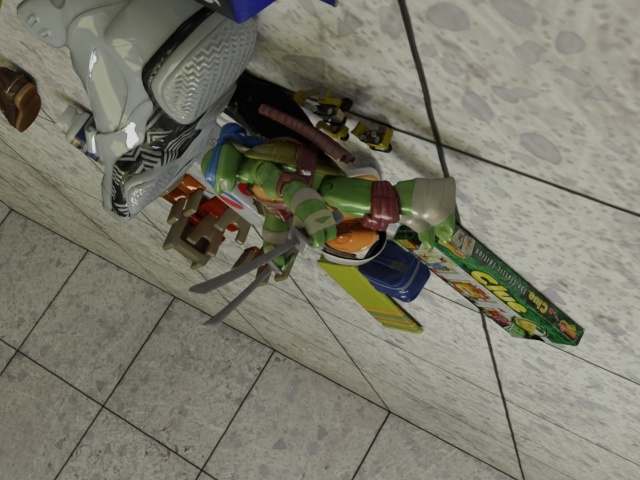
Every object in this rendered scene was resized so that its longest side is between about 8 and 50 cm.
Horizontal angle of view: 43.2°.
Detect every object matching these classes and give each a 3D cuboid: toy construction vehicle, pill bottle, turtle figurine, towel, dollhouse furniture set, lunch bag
[{"bbox_3d":[0.026,-0.135,0.887,0.098,0.035,0.086,19,171,47],"label":"toy construction vehicle"},{"bbox_3d":[-0.428,-0.195,1.496,0.120,0.067,0.067,36,164,-17],"label":"pill bottle"},{"bbox_3d":[0.000,0.000,0.869,0.266,0.275,0.198,4,142,-4],"label":"turtle figurine"},{"bbox_3d":[0.096,0.103,1.515,0.102,0.021,0.237,5,149,48],"label":"towel"},{"bbox_3d":[-0.184,-0.041,1.468,0.262,0.135,0.259,37,152,-20],"label":"dollhouse furniture set"},{"bbox_3d":[0.106,0.041,1.206,0.098,0.067,0.065,20,160,41],"label":"lunch bag"}]

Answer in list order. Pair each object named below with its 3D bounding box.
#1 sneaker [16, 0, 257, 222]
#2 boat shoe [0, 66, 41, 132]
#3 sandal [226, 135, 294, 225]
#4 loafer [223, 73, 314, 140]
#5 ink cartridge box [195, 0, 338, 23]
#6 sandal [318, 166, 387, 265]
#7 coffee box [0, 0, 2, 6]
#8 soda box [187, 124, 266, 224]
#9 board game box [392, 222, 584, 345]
[{"bbox_3d":[-0.219,-0.179,0.898,0.210,0.137,0.366,42,141,0],"label":"sneaker"},{"bbox_3d":[-0.587,-0.275,1.557,0.073,0.073,0.207,35,157,-7],"label":"boat shoe"},{"bbox_3d":[-0.038,-0.053,1.152,0.120,0.086,0.303,18,160,40],"label":"sandal"},{"bbox_3d":[-0.074,-0.157,0.967,0.170,0.062,0.061,37,178,8],"label":"loafer"},{"bbox_3d":[-0.143,-0.288,0.670,0.332,0.065,0.165,27,164,12],"label":"ink cartridge box"},{"bbox_3d":[0.040,-0.011,1.077,0.102,0.076,0.265,-13,160,-2],"label":"sandal"},{"bbox_3d":[-0.578,-0.270,0.829,0.337,0.334,0.338,22,-170,32],"label":"coffee box"},{"bbox_3d":[-0.145,-0.110,1.216,0.216,0.069,0.074,40,163,-29],"label":"soda box"},{"bbox_3d":[0.229,0.061,1.107,0.259,0.030,0.136,37,162,-20],"label":"board game box"}]
